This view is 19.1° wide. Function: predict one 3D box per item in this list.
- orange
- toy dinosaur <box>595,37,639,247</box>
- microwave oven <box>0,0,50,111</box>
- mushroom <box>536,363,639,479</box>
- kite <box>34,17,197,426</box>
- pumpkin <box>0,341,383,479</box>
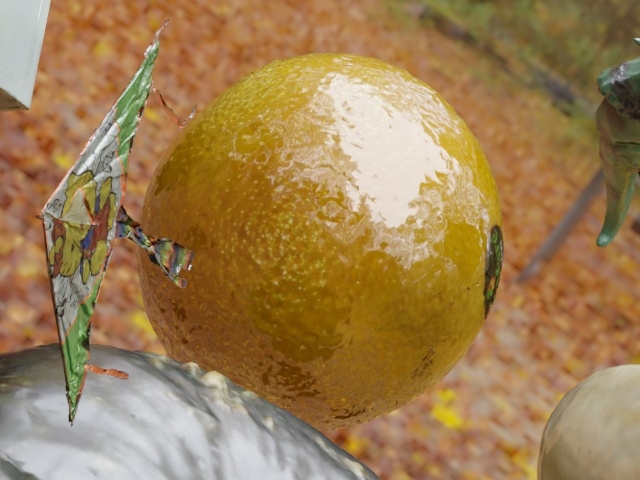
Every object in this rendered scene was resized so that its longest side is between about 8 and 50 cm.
[{"bbox_3d":[0.000,0.000,1.382,0.274,0.274,0.274,34,11,-7],"label":"orange"},{"bbox_3d":[0.303,-0.102,1.703,0.292,0.120,0.079,82,-5,-59],"label":"toy dinosaur"},{"bbox_3d":[-0.321,-0.202,1.495,0.129,0.163,0.205,-1,-22,27],"label":"microwave oven"},{"bbox_3d":[0.228,0.091,0.929,0.254,0.234,0.260,4,-16,-21],"label":"mushroom"},{"bbox_3d":[-0.093,-0.007,0.916,0.006,0.198,0.244,13,-2,12],"label":"kite"},{"bbox_3d":[-0.109,0.272,1.008,0.454,0.344,0.454,33,30,-22],"label":"pumpkin"}]
